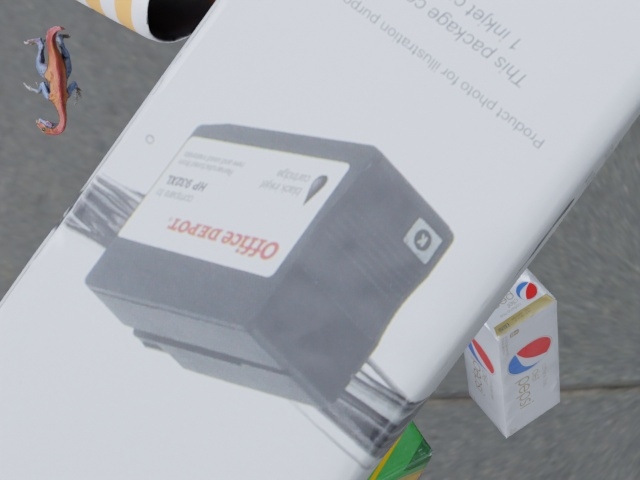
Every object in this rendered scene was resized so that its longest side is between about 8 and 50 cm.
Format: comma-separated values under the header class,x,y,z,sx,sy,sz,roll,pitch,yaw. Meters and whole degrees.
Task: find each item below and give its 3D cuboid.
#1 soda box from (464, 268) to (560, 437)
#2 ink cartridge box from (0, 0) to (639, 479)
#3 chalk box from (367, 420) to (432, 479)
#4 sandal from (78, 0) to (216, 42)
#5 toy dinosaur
class,x,y,z,sx,sy,sz,roll,pitch,yaw
soda box,0.188,0.108,1.804,0.074,0.216,0.069,-33,59,-12
ink cartridge box,0.000,0.000,0.651,0.129,0.223,0.307,37,96,4
chalk box,-0.064,0.232,1.814,0.289,0.179,0.180,-29,73,-17
sandal,-0.053,-0.137,0.855,0.265,0.076,0.102,18,129,8
toy dinosaur,-0.231,-0.133,1.557,0.047,0.090,0.082,-8,85,-3
